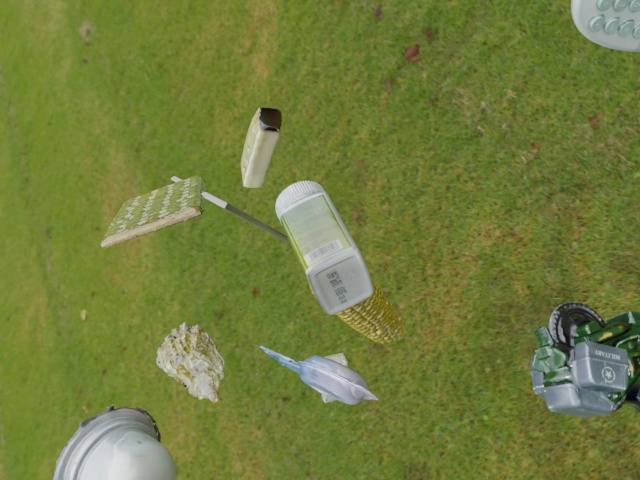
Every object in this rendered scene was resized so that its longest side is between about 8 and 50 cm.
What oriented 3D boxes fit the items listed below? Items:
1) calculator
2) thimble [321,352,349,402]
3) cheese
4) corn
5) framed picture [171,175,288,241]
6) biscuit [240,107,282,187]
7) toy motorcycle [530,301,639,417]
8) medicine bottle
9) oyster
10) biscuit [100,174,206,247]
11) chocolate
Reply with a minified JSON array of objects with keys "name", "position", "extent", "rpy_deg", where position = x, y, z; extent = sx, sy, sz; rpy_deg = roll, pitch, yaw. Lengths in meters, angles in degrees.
[{"name":"calculator","position":[0.467,-0.329,0.758],"extent":[0.184,0.295,0.042],"rpy_deg":[94,170,-47]},{"name":"thimble","position":[0.033,0.356,1.544],"extent":[0.115,0.090,0.102],"rpy_deg":[-110,9,-55]},{"name":"cheese","position":[0.000,0.241,1.066],"extent":[0.244,0.135,0.052],"rpy_deg":[9,62,45]},{"name":"corn","position":[0.086,0.144,1.455],"extent":[0.130,0.347,0.130],"rpy_deg":[-29,36,23]},{"name":"framed picture","position":[-0.233,-0.081,1.570],"extent":[0.213,0.289,0.016],"rpy_deg":[27,88,32]},{"name":"biscuit","position":[-0.107,-0.160,1.055],"extent":[0.188,0.052,0.056],"rpy_deg":[119,148,-59]},{"name":"toy motorcycle","position":[0.365,0.170,0.659],"extent":[0.125,0.274,0.187],"rpy_deg":[124,157,-62]},{"name":"medicine bottle","position":[0.000,0.000,0.904],"extent":[0.088,0.132,0.188],"rpy_deg":[-27,50,-1]},{"name":"oyster","position":[-0.216,0.205,0.985],"extent":[0.121,0.045,0.146],"rpy_deg":[-18,70,24]},{"name":"biscuit","position":[-0.229,-0.049,0.843],"extent":[0.231,0.139,0.016],"rpy_deg":[-120,11,-71]},{"name":"chocolate","position":[-0.318,0.396,0.968],"extent":[0.147,0.221,0.221],"rpy_deg":[17,98,44]}]
